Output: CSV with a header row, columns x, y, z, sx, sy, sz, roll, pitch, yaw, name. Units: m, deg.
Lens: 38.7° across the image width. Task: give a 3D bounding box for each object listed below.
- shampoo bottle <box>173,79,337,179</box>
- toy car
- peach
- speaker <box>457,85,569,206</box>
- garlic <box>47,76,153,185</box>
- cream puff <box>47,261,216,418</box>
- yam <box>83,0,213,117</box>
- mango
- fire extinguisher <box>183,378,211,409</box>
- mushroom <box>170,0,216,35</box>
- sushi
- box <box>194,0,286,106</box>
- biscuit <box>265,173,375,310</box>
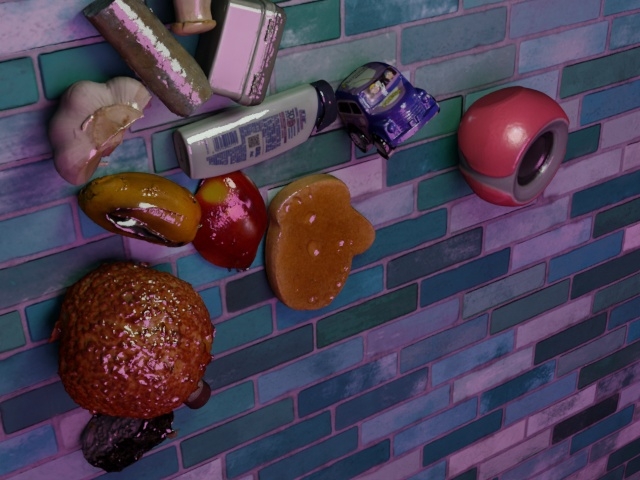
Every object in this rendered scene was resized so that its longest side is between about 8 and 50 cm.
x,y,z,sx,sy,sz,roll,pitch,yaw,name
-0.129,-0.229,1.919,0.359,0.078,0.134,-24,129,-24,shampoo bottle
0.137,-0.296,1.981,0.172,0.235,0.158,-43,119,-10,toy car
-0.190,-0.026,1.993,0.189,0.068,0.279,-32,129,-15,peach
0.470,-0.224,2.230,0.294,0.294,0.294,-17,123,-28,speaker
-0.424,-0.215,1.682,0.142,0.178,0.229,35,71,-12,garlic
-0.377,0.215,1.854,0.350,0.228,0.351,-4,102,-17,cream puff
-0.311,-0.348,1.678,0.106,0.106,0.259,-45,120,-7,yam
-0.355,-0.061,1.805,0.248,0.151,0.156,10,149,-31,mango
-0.334,0.288,2.064,0.231,0.071,0.099,52,52,-40,fire extinguisher
-0.247,-0.499,1.660,0.108,0.096,0.247,-41,127,-48,mushroom
-0.427,0.418,2.025,0.212,0.147,0.115,-41,140,12,sushi
-0.161,-0.377,1.773,0.129,0.148,0.210,9,109,-28,box
-0.001,-0.001,2.148,0.287,0.057,0.344,-18,123,-27,biscuit
